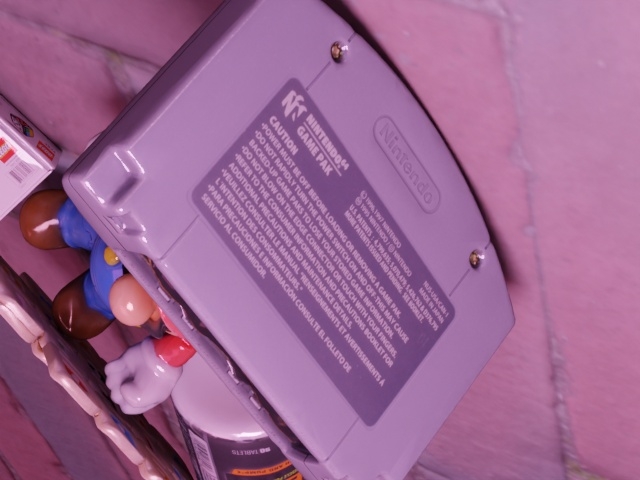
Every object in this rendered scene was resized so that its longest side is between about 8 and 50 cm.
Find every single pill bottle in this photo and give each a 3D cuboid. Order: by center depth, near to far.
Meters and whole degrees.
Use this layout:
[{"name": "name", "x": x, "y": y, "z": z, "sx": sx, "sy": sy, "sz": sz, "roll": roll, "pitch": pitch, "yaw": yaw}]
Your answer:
[{"name": "pill bottle", "x": -0.054, "y": 0.168, "z": 1.324, "sx": 0.130, "sy": 0.130, "sz": 0.245, "roll": 27, "pitch": 153, "yaw": 20}]

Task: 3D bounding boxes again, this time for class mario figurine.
[{"name": "mario figurine", "x": -0.147, "y": 0.025, "z": 1.148, "sx": 0.198, "sy": 0.170, "sz": 0.320, "roll": 37, "pitch": 161, "yaw": -28}]

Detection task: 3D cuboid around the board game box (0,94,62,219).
[{"name": "board game box", "x": -0.391, "y": -0.035, "z": 1.259, "sx": 0.193, "sy": 0.305, "sz": 0.053, "roll": 45, "pitch": -163, "yaw": -16}]

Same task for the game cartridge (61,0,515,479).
[{"name": "game cartridge", "x": 0.000, "y": 0.000, "z": 0.893, "sx": 0.062, "sy": 0.198, "sz": 0.297, "roll": 5, "pitch": 139, "yaw": 47}]

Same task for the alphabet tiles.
[{"name": "alphabet tiles", "x": -0.196, "y": 0.126, "z": 1.298, "sx": 0.284, "sy": 0.021, "sz": 0.278, "roll": 53, "pitch": 176, "yaw": -23}]
